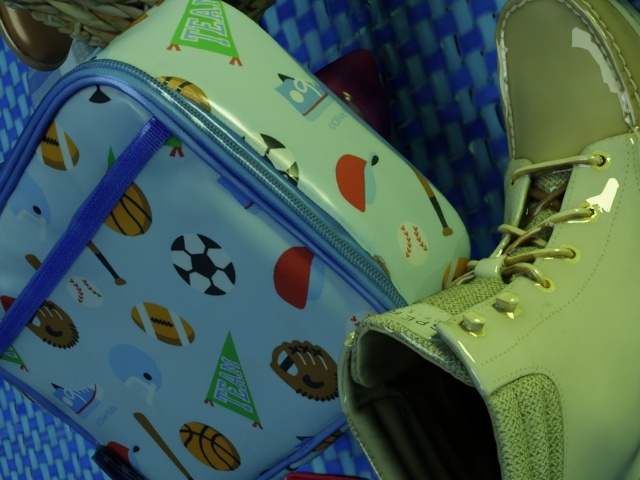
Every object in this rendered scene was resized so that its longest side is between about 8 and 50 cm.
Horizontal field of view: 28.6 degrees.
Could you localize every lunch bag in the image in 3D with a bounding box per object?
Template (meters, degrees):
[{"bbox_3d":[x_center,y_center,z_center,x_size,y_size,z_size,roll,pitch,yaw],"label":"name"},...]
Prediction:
[{"bbox_3d":[-0.083,0.022,0.694,0.243,0.115,0.303,40,137,-7],"label":"lunch bag"}]

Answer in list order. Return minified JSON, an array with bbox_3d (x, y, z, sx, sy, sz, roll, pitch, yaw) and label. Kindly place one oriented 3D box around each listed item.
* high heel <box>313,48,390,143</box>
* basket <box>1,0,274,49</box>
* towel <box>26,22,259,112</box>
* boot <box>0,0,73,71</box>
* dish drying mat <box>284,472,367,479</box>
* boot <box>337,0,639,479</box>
[{"bbox_3d":[0.000,0.000,0.799,0.082,0.117,0.244,13,133,14],"label":"high heel"},{"bbox_3d":[-0.108,-0.257,0.633,0.299,0.213,0.223,37,143,-8],"label":"basket"},{"bbox_3d":[-0.134,-0.104,0.932,0.285,0.034,0.209,-33,72,47],"label":"towel"},{"bbox_3d":[-0.174,-0.232,0.907,0.152,0.073,0.197,-12,78,44],"label":"boot"},{"bbox_3d":[0.004,0.175,0.849,0.083,0.008,0.032,-8,93,49],"label":"dish drying mat"},{"bbox_3d":[0.092,0.006,0.567,0.095,0.203,0.262,-14,88,48],"label":"boot"}]
